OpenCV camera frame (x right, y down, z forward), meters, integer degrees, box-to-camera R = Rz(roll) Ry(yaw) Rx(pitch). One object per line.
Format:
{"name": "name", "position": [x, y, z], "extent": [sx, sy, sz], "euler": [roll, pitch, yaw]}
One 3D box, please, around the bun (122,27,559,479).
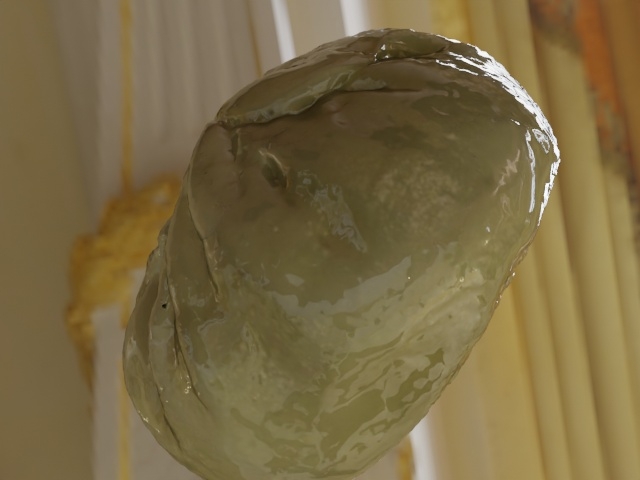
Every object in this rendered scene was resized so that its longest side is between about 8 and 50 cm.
{"name": "bun", "position": [0.000, 0.000, 0.901], "extent": [0.259, 0.160, 0.259], "euler": [-51, -167, 16]}
